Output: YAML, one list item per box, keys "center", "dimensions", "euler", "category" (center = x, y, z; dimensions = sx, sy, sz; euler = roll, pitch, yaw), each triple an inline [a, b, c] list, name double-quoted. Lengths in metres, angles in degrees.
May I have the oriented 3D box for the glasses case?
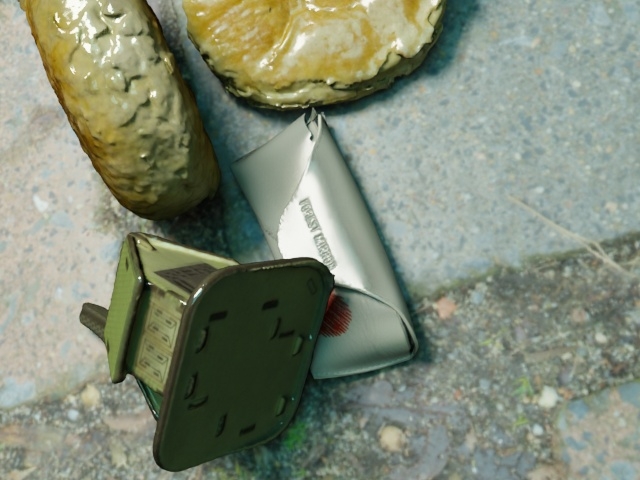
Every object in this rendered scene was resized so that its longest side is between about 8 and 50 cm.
- center: [-0.002, 0.001, 1.095]
  dimensions: [0.128, 0.083, 0.308]
  euler: [-24, 71, 4]
  category: "glasses case"

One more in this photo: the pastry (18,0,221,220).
- center: [-0.219, -0.175, 1.075]
  dimensions: [0.136, 0.330, 0.330]
  euler: [-25, 71, -4]
  category: "pastry"

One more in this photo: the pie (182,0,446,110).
- center: [-0.008, -0.312, 1.139]
  dimensions: [0.339, 0.083, 0.340]
  euler: [0, 98, 4]
  category: "pie"

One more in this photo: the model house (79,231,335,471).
- center: [-0.164, 0.070, 1.045]
  dimensions: [0.278, 0.204, 0.218]
  euler: [29, 111, 34]
  category: "model house"
